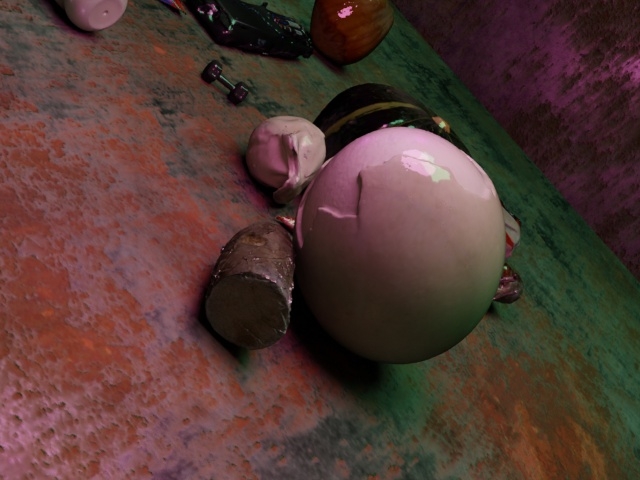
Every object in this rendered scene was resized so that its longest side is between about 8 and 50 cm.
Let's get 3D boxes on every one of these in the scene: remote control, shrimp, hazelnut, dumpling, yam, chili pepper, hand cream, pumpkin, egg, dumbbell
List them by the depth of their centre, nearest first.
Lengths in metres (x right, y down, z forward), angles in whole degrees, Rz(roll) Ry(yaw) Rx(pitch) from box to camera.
[{"bbox_3d":[-0.078,0.048,1.102,0.107,0.107,0.183,42,18,-14],"label":"yam"},{"bbox_3d":[0.102,-0.004,1.211,0.278,0.336,0.278,2,49,-2],"label":"egg"},{"bbox_3d":[-0.391,-0.434,1.374,0.306,0.093,0.147,53,27,19],"label":"hand cream"},{"bbox_3d":[-0.055,-0.123,1.439,0.118,0.136,0.199,7,8,-7],"label":"dumpling"},{"bbox_3d":[0.000,0.000,1.443,0.178,0.027,0.045,33,26,-28],"label":"chili pepper"},{"bbox_3d":[0.124,-0.115,1.587,0.323,0.241,0.323,36,27,-22],"label":"pumpkin"},{"bbox_3d":[-0.161,-0.268,1.596,0.083,0.040,0.036,38,56,-25],"label":"dumbbell"},{"bbox_3d":[0.298,0.056,1.789,0.343,0.116,0.145,24,27,-57],"label":"shrimp"},{"bbox_3d":[-0.127,-0.439,1.930,0.145,0.062,0.398,52,21,11],"label":"remote control"},{"bbox_3d":[0.073,-0.518,2.274,0.210,0.210,0.186,35,63,-28],"label":"hazelnut"}]

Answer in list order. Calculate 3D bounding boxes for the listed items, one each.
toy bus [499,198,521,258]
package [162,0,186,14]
[{"bbox_3d":[0.303,-0.067,2.016,0.302,0.127,0.147,42,26,-17],"label":"toy bus"},{"bbox_3d":[-0.321,-0.475,1.674,0.200,0.022,0.083,31,27,-38],"label":"package"}]
